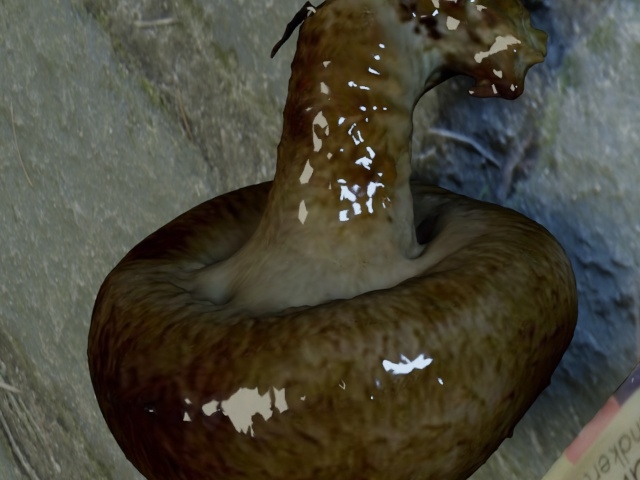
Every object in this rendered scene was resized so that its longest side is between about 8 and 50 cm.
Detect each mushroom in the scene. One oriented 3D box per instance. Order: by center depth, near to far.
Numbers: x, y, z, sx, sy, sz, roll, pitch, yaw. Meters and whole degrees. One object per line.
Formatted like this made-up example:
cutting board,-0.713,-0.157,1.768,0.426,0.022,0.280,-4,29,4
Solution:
mushroom,0.012,0.015,1.087,0.331,0.334,0.356,44,144,39

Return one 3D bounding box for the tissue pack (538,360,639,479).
tissue pack,0.254,0.249,0.957,0.343,0.125,0.242,60,145,25
